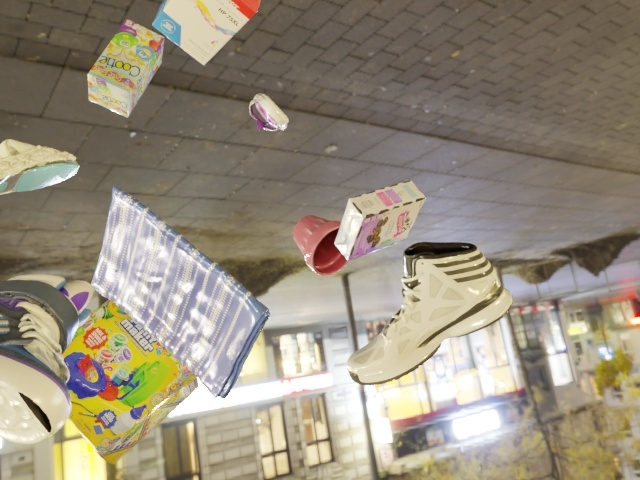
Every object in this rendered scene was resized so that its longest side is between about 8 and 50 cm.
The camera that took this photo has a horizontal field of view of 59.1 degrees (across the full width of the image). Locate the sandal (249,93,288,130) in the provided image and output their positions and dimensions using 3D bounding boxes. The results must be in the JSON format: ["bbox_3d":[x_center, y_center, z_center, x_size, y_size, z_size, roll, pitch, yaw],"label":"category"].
[{"bbox_3d":[-0.211,-0.467,2.125,0.102,0.169,0.416,-43,-171,0],"label":"sandal"}]

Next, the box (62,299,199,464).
[{"bbox_3d":[-0.507,0.340,1.409,0.279,0.290,0.177,-42,165,-25],"label":"box"}]

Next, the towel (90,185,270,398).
[{"bbox_3d":[-0.249,0.096,0.945,0.040,0.336,0.243,-39,163,-51],"label":"towel"}]

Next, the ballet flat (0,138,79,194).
[{"bbox_3d":[-0.787,-0.181,1.387,0.146,0.147,0.409,-18,-170,34],"label":"ballet flat"}]

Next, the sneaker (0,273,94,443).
[{"bbox_3d":[-0.367,0.117,0.730,0.322,0.130,0.236,-2,-149,34],"label":"sneaker"}]

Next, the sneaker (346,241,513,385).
[{"bbox_3d":[0.215,0.153,1.384,0.447,0.258,0.169,-32,-165,8],"label":"sneaker"}]

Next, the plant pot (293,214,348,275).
[{"bbox_3d":[0.000,0.000,2.069,0.201,0.202,0.180,2,-155,-41],"label":"plant pot"}]

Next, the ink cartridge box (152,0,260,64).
[{"bbox_3d":[-0.213,-0.478,1.126,0.134,0.078,0.231,33,135,-31],"label":"ink cartridge box"}]

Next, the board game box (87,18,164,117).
[{"bbox_3d":[-0.658,-0.586,1.918,0.144,0.276,0.142,24,151,-10],"label":"board game box"}]

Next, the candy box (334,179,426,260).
[{"bbox_3d":[0.148,-0.051,1.418,0.196,0.070,0.165,-19,146,-28],"label":"candy box"}]
